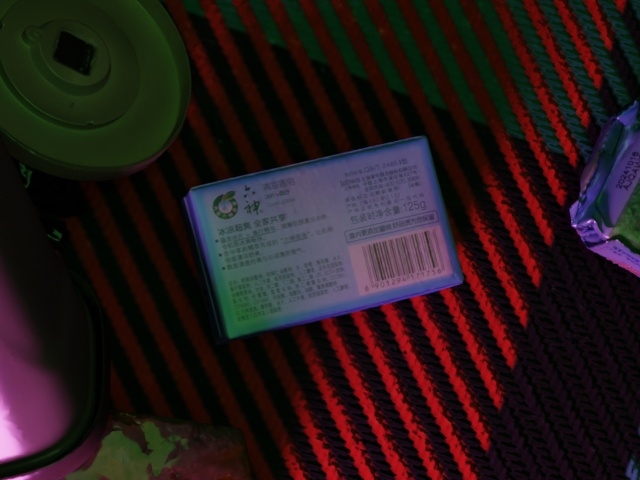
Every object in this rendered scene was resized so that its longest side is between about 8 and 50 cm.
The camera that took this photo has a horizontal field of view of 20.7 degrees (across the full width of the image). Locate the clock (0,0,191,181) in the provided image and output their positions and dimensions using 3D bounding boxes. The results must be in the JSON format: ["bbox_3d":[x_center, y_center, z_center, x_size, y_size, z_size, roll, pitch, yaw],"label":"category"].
[{"bbox_3d":[-0.222,-0.162,1.556,0.235,0.029,0.235,15,57,-25],"label":"clock"}]

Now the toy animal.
[{"bbox_3d":[-0.259,-0.086,1.563,0.117,0.121,0.210,9,74,-30],"label":"toy animal"}]

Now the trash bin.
[{"bbox_3d":[-0.305,0.046,1.389,0.220,0.219,0.250,-12,128,4],"label":"trash bin"}]

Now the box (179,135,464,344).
[{"bbox_3d":[0.000,0.000,1.608,0.232,0.083,0.142,-14,86,-12],"label":"box"}]

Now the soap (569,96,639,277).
[{"bbox_3d":[0.381,-0.007,1.690,0.293,0.077,0.156,31,78,-6],"label":"soap"}]

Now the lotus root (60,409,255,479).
[{"bbox_3d":[-0.203,0.233,1.506,0.314,0.142,0.210,-4,85,-11],"label":"lotus root"}]
